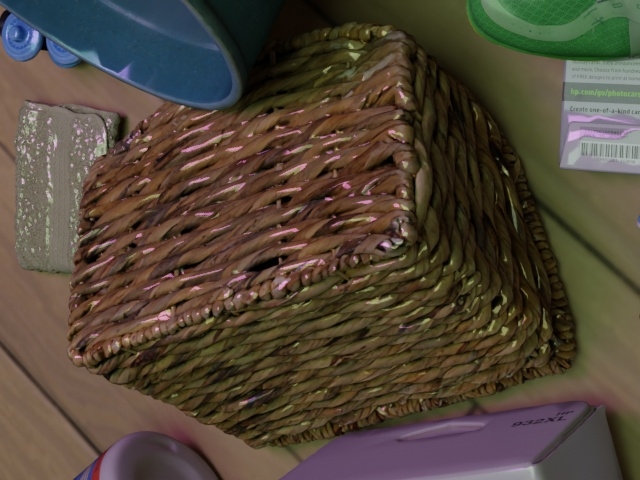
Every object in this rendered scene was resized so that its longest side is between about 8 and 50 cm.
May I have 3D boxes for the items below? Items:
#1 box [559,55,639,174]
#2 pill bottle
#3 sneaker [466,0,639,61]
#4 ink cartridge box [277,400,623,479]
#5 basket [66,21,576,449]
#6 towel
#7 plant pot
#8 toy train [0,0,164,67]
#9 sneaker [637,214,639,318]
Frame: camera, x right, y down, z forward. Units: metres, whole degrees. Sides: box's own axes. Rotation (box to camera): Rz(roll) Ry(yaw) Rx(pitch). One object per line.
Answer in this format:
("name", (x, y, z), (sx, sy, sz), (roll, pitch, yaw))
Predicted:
("box", (0.227, -0.133, 0.829), (0.145, 0.038, 0.186), (6, 101, 29))
("pill bottle", (-0.185, 0.261, 1.076), (0.221, 0.124, 0.124), (-41, 76, 28))
("sneaker", (0.215, -0.152, 0.739), (0.296, 0.123, 0.109), (4, 99, 29))
("ink cartridge box", (0.108, 0.284, 0.893), (0.223, 0.129, 0.307), (-14, 94, 32))
("basket", (0.000, 0.000, 0.950), (0.299, 0.223, 0.213), (-22, 53, 31))
("towel", (-0.214, -0.041, 1.107), (0.110, 0.027, 0.148), (8, 101, 30))
("plant pot", (-0.101, -0.266, 0.861), (0.272, 0.271, 0.255), (25, 75, 25))
("toy train", (-0.177, -0.187, 1.037), (0.184, 0.080, 0.105), (8, 95, 29))
("sneaker", (0.247, 0.085, 0.832), (0.086, 0.085, 0.237), (6, 105, 56))
